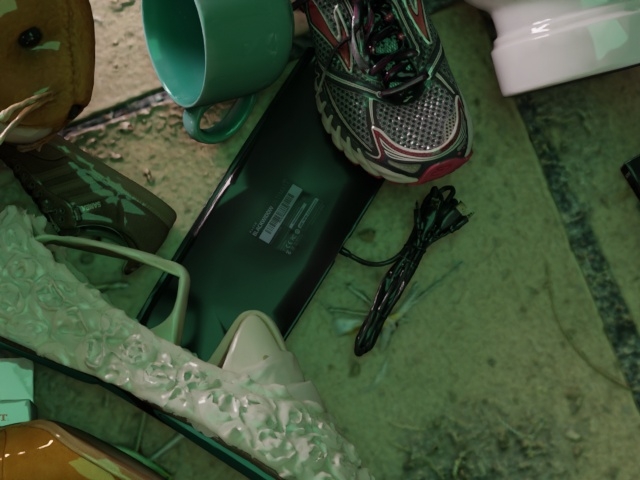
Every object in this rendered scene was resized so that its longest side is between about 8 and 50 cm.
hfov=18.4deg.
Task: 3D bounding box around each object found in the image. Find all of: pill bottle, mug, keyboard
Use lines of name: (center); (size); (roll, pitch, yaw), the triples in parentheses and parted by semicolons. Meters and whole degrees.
pill bottle: (0.191, -0.315, 1.661); (0.210, 0.210, 0.362); (-15, 92, -7)
mug: (-0.084, -0.176, 1.676); (0.097, 0.157, 0.129); (-16, 62, -25)
keyboard: (0.000, 0.000, 1.690); (0.202, 0.033, 0.317); (31, 80, 8)

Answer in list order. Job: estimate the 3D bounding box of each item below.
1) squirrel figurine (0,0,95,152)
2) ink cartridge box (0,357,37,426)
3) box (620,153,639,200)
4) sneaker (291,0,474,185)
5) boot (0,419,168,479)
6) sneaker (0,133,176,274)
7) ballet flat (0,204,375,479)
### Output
squirrel figurine: (-0.382, -0.160, 1.556); (0.370, 0.281, 0.397); (-34, 75, 0)
ink cartridge box: (-0.291, 0.191, 1.613); (0.115, 0.067, 0.198); (-1, 80, -4)
box: (0.352, -0.026, 1.721); (0.116, 0.029, 0.162); (-29, 84, -10)
sneaker: (0.035, -0.182, 1.663); (0.121, 0.112, 0.299); (-23, 73, -11)
boot: (-0.264, 0.229, 1.533); (0.295, 0.104, 0.211); (25, 86, 6)
sneaker: (-0.217, -0.042, 1.663); (0.188, 0.066, 0.071); (29, 80, 2)
ballet flat: (-0.116, 0.091, 1.584); (0.409, 0.147, 0.147); (27, 79, 9)
